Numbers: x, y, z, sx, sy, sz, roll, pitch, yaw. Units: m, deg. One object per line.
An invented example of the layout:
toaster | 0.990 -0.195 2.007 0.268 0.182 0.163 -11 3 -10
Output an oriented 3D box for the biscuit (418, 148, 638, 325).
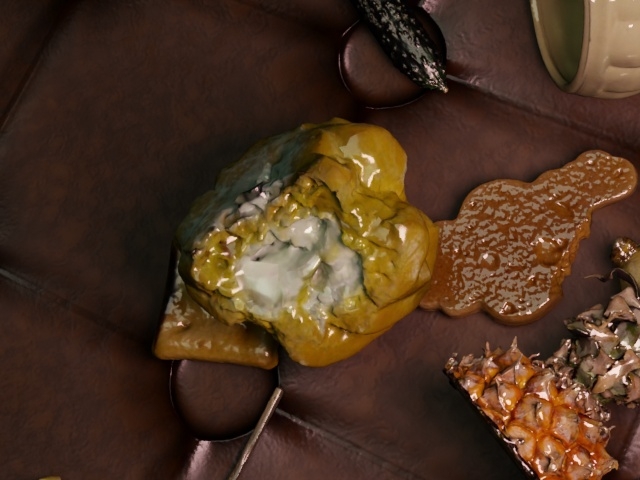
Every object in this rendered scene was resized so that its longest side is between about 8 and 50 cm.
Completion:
biscuit | 0.258 -0.004 1.661 0.320 0.047 0.183 -41 70 0

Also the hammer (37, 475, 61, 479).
hammer | -0.290 0.392 1.678 0.226 0.041 0.159 34 98 27

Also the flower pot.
flower pot | 0.399 -0.333 1.606 0.244 0.307 0.307 -8 71 -5

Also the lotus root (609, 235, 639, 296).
lotus root | 0.414 0.069 1.578 0.090 0.077 0.183 -35 71 -5

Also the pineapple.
pineapple | 0.316 0.158 1.487 0.271 0.262 0.262 -38 68 0

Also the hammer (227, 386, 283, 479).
hammer | -0.116 0.319 1.676 0.058 0.029 0.292 24 79 19

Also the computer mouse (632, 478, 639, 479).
computer mouse | 0.373 0.365 1.507 0.106 0.062 0.192 1 72 16

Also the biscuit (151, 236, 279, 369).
biscuit | -0.130 0.084 1.744 0.183 0.039 0.174 8 74 17

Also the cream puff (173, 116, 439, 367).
cream puff | -0.005 0.000 1.643 0.323 0.270 0.274 -28 28 22

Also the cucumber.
cucumber | 0.089 -0.316 1.788 0.072 0.072 0.300 -30 68 4
